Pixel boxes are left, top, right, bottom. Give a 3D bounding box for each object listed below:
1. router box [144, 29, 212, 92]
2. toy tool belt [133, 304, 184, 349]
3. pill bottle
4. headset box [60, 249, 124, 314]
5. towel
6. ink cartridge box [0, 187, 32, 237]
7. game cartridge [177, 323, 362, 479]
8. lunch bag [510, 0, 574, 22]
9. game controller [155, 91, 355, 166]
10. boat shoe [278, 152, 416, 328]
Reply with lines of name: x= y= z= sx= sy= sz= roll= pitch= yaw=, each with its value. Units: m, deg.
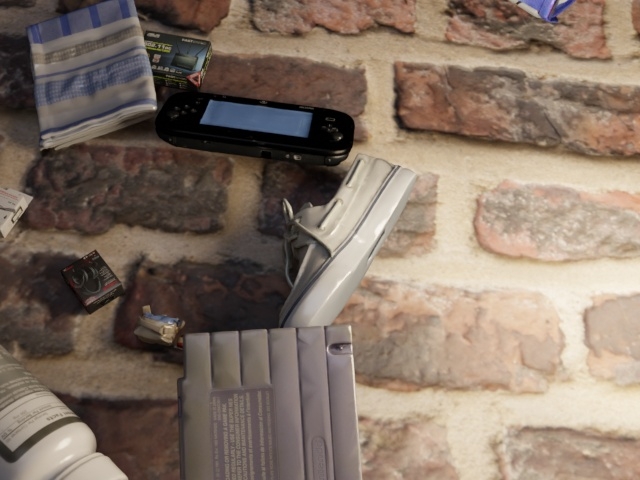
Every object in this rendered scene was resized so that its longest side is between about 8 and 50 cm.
router box: x=-0.260 y=-0.316 z=1.456 sx=0.122 sy=0.038 sz=0.092 roll=10 pitch=59 yaw=2
toy tool belt: x=-0.223 y=0.123 z=1.193 sx=0.083 sy=0.052 sz=0.051 roll=12 pitch=68 yaw=2
pill bottle: x=-0.388 y=0.258 z=1.039 sx=0.283 sy=0.161 sz=0.161 roll=37 pitch=64 yaw=17
headset box: x=-0.336 y=0.064 z=1.231 sx=0.062 sy=0.032 sz=0.083 roll=-33 pitch=65 yaw=-21
towel: x=-0.396 y=-0.293 z=1.413 sx=0.209 sy=0.034 sz=0.285 roll=-17 pitch=61 yaw=1
ink cartridge box: x=-0.493 y=-0.050 z=1.290 sx=0.048 sy=0.028 sz=0.083 roll=21 pitch=60 yaw=8
game cartridge: x=-0.062 y=0.289 z=1.048 sx=0.230 sy=0.068 sz=0.355 roll=-3 pitch=79 yaw=-1
lunch bag: x=0.376 y=-0.587 z=1.548 sx=0.327 sy=0.239 sz=0.385 roll=34 pitch=56 yaw=14
game controller: x=-0.104 y=-0.189 z=1.357 sx=0.319 sy=0.067 sz=0.166 roll=8 pitch=41 yaw=0
boat shoe: x=0.002 y=-0.006 z=1.236 sx=0.156 sy=0.136 sz=0.367 roll=27 pitch=59 yaw=12
